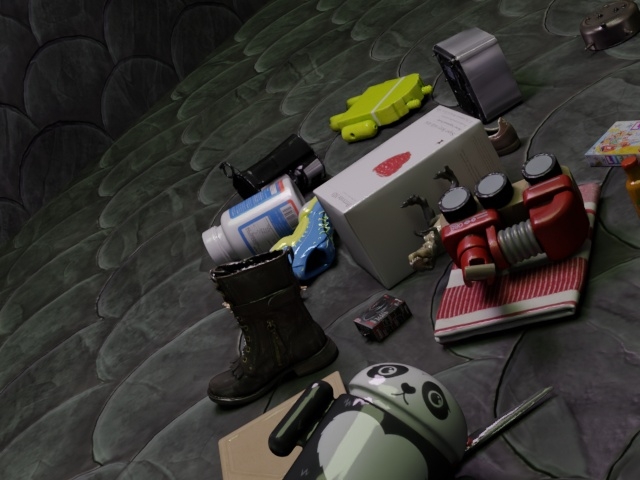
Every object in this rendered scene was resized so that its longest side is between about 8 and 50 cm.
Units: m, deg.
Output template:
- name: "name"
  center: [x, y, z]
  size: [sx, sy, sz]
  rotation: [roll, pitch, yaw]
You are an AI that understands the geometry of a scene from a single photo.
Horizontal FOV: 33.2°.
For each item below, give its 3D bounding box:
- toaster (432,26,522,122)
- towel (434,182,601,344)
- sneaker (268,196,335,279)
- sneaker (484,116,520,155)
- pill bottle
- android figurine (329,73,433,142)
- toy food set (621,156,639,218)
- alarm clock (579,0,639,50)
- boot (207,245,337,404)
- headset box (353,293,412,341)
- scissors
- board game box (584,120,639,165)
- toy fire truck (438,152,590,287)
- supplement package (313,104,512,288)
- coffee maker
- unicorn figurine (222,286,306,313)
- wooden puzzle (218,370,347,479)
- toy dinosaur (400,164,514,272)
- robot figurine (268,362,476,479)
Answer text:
- name: "toaster"
  center: [0.333, -0.353, 2.288]
  size: [0.110, 0.168, 0.186]
  rotation: [-30, 22, 1]
- name: "towel"
  center: [0.315, 0.035, 1.689]
  size: [0.237, 0.037, 0.329]
  rotation: [-17, 27, 30]
- name: "sneaker"
  center: [0.000, 0.000, 2.111]
  size: [0.126, 0.091, 0.240]
  rotation: [10, 53, 41]
- name: "sneaker"
  center: [0.300, -0.194, 2.128]
  size: [0.188, 0.071, 0.066]
  rotation: [-17, 27, 29]
- name: "pill bottle"
  center: [-0.133, -0.030, 2.267]
  size: [0.221, 0.124, 0.124]
  rotation: [-28, 23, 7]
- name: "android figurine"
  center: [0.151, -0.329, 2.613]
  size: [0.272, 0.056, 0.248]
  rotation: [-9, 31, 43]
- name: "toy food set"
  center: [0.568, -0.107, 1.570]
  size: [0.232, 0.105, 0.111]
  rotation: [-9, 31, 43]
- name: "alarm clock"
  center: [0.628, -0.476, 2.317]
  size: [0.129, 0.064, 0.192]
  rotation: [-18, 23, 30]
- name: "boot"
  center: [-0.118, 0.136, 1.770]
  size: [0.262, 0.229, 0.091]
  rotation: [-26, 23, 13]
- name: "headset box"
  center: [0.099, 0.130, 1.767]
  size: [0.083, 0.032, 0.062]
  rotation: [-37, 23, -18]
- name: "scissors"
  center: [0.177, 0.280, 1.384]
  size: [0.297, 0.021, 0.109]
  rotation: [-26, 22, 9]
- name: "board game box"
  center: [0.542, -0.167, 1.827]
  size: [0.103, 0.026, 0.154]
  rotation: [-43, 25, -26]
- name: "toy fire truck"
  center: [0.285, -0.003, 1.597]
  size: [0.217, 0.158, 0.246]
  rotation: [-21, 37, 19]
- name: "supplement package"
  center: [0.169, -0.083, 1.928]
  size: [0.293, 0.175, 0.177]
  rotation: [-35, 24, -7]
- name: "coffee maker"
  center: [-0.102, -0.161, 2.439]
  size: [0.178, 0.171, 0.120]
  rotation: [-40, 8, -24]
- name: "unicorn figurine"
  center: [-0.101, 0.096, 2.031]
  size: [0.162, 0.111, 0.060]
  rotation: [-46, -13, 21]
- name: "wooden puzzle"
  center: [-0.046, 0.304, 1.589]
  size: [0.221, 0.044, 0.239]
  rotation: [-31, 18, 3]
- name: "toy dinosaur"
  center: [0.214, -0.052, 1.808]
  size: [0.268, 0.118, 0.064]
  rotation: [-40, -6, -23]
- name: "robot figurine"
  center: [0.060, 0.280, 1.288]
  size: [0.278, 0.209, 0.173]
  rotation: [-54, 22, -17]
